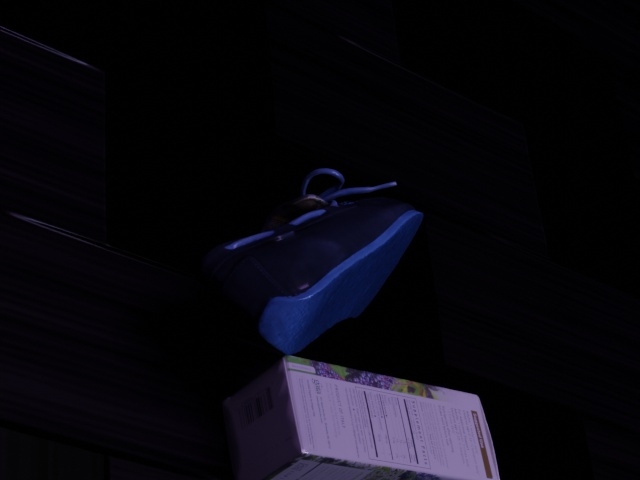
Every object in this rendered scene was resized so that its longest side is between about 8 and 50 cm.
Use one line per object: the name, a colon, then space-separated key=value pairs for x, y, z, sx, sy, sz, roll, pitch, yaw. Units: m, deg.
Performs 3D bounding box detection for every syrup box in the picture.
syrup box: x=0.039 y=0.180 z=1.393 sx=0.237 sy=0.093 sz=0.096 roll=14 pitch=51 yaw=-38

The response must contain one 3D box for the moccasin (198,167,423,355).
moccasin: x=0.000 y=0.000 z=1.432 sx=0.117 sy=0.138 sz=0.342 roll=32 pitch=15 yaw=13
